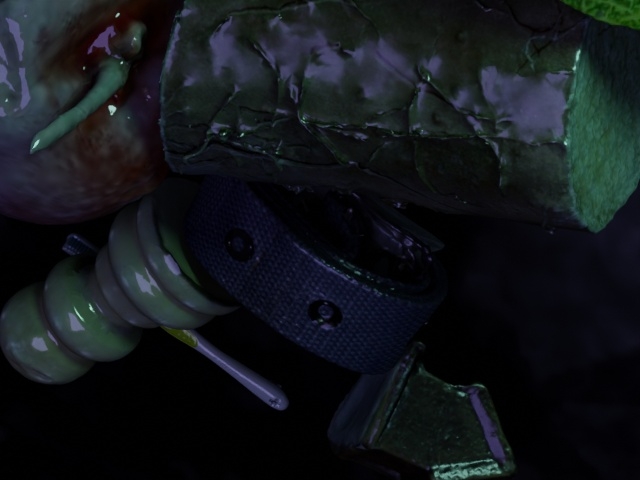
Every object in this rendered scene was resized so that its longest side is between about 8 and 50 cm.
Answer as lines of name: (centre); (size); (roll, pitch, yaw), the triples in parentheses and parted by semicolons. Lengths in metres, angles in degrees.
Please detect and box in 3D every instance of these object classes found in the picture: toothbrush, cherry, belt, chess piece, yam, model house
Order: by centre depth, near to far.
yam: (0.070, -0.132, 1.465); (0.348, 0.241, 0.241); (12, 124, 21)
cherry: (-0.244, -0.183, 1.547); (0.335, 0.291, 0.326); (37, 147, 17)
belt: (0.000, 0.000, 1.648); (0.230, 0.139, 0.126); (38, 126, 9)
chess piece: (-0.191, 0.053, 1.752); (0.243, 0.133, 0.133); (-30, 105, 28)
model house: (0.098, 0.175, 1.752); (0.152, 0.106, 0.165); (29, 164, -9)
toothbrush: (-0.134, 0.076, 1.829); (0.263, 0.026, 0.022); (37, 128, -5)

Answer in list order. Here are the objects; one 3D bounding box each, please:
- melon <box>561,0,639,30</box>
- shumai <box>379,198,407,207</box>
melon: (0.267, -0.278, 1.340); (0.344, 0.331, 0.226); (23, 164, 0)
shumai: (0.045, -0.073, 1.617); (0.080, 0.083, 0.082); (13, 88, -7)
